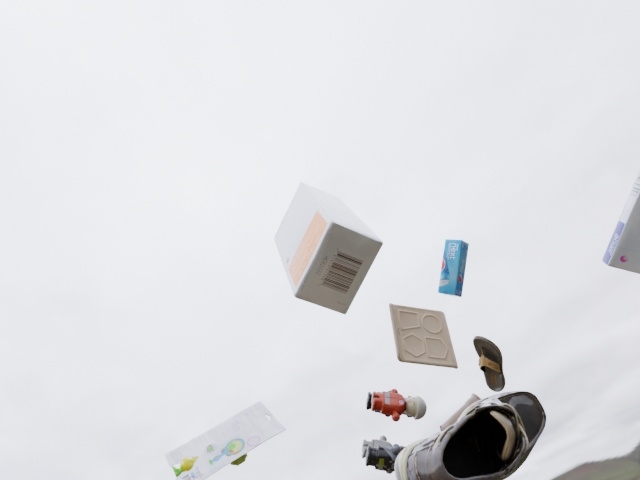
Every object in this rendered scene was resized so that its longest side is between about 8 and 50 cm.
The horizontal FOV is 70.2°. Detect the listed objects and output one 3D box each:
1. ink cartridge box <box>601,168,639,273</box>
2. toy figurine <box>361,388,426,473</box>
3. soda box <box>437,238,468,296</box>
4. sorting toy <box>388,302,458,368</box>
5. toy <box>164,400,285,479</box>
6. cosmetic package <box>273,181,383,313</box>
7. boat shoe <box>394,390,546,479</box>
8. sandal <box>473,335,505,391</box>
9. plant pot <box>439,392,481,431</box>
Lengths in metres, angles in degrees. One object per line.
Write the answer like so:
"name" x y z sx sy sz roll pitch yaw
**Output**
"ink cartridge box" 1.034 -0.039 1.286 0.330 0.071 0.324 14 -72 10
"toy figurine" 0.198 0.513 1.231 0.148 0.209 0.213 8 -20 2
"soda box" 0.506 0.104 1.732 0.067 0.071 0.210 19 -101 -48
"sorting toy" 0.303 0.288 1.367 0.208 0.193 0.038 13 -44 -17
"toy" -0.205 0.458 0.999 0.237 0.137 0.056 -19 -70 -28
"cosmetic package" 0.000 0.000 1.359 0.161 0.453 0.230 22 -77 -19
"boat shoe" 0.288 0.342 0.763 0.355 0.132 0.130 -13 -27 -37
"sandal" 0.569 0.427 1.546 0.060 0.090 0.219 -30 -69 -42
"plant pot" 0.507 0.638 1.539 0.165 0.167 0.167 -34 -39 -7
